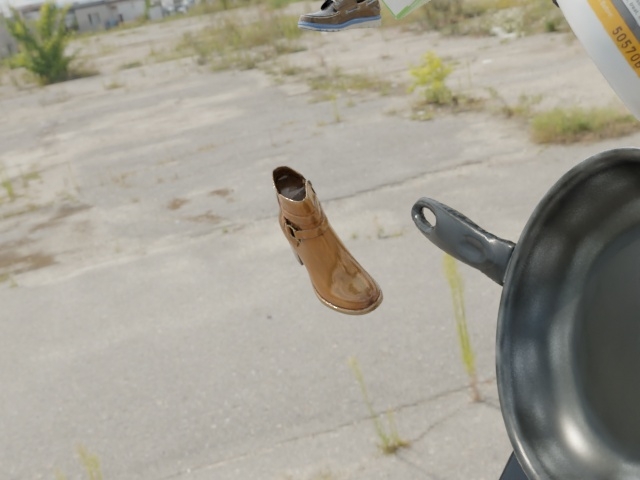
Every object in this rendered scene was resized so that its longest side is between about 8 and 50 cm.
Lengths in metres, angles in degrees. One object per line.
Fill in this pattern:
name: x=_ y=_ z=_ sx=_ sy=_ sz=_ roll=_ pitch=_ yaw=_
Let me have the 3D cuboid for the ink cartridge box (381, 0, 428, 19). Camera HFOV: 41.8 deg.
ink cartridge box: x=0.151 y=-0.405 z=0.882 sx=0.353 sy=0.207 sz=0.119 roll=-40 pitch=3 yaw=-33

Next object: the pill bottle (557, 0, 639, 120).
pill bottle: x=0.336 y=-0.223 z=0.641 sx=0.278 sy=0.162 sz=0.162 roll=-34 pitch=6 yaw=27

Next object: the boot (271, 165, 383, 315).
boot: x=0.000 y=0.000 z=1.086 sx=0.073 sy=0.152 sz=0.197 roll=-35 pitch=47 yaw=-18

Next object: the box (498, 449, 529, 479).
box: x=0.404 y=0.436 z=0.919 sx=0.472 sy=0.479 sz=0.297 roll=22 pitch=6 yaw=-31

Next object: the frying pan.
frying pan: x=0.134 y=0.054 z=0.507 sx=0.053 sy=0.197 sz=0.326 roll=9 pitch=-7 yaw=-17

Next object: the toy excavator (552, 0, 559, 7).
toy excavator: x=0.396 y=-0.536 z=1.035 sx=0.433 sy=0.222 sz=0.445 roll=-12 pitch=-27 yaw=36

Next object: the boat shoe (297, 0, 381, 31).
boat shoe: x=0.033 y=-0.413 z=1.507 sx=0.183 sy=0.066 sz=0.066 roll=-18 pitch=28 yaw=-39
